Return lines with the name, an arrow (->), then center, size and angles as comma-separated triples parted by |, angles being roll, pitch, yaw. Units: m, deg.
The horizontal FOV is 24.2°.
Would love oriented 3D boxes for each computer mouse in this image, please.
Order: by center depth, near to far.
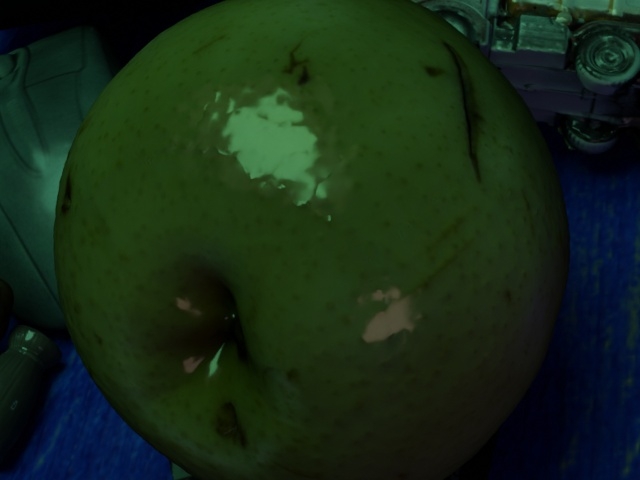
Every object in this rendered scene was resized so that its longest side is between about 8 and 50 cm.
computer mouse -> -0.224, -0.080, 1.223 | 0.188, 0.122, 0.371 | -32, 40, -2

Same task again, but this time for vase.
vase -> -0.233, 0.113, 1.095 | 0.053, 0.053, 0.101 | 5, 50, 32

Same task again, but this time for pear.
pear -> 0.000, 0.000, 0.866 | 0.309, 0.309, 0.309 | -15, 46, 16

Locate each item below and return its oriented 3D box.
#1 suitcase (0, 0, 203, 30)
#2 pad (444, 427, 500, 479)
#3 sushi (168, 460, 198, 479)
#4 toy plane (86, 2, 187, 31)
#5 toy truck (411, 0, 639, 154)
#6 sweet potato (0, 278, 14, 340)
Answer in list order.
suitcase -> -0.222, -0.356, 1.336 | 0.339, 0.188, 0.345 | -5, 53, 33
pad -> 0.065, 0.085, 0.971 | 0.127, 0.004, 0.190 | 2, 46, 23
sushi -> -0.012, 0.188, 0.921 | 0.139, 0.031, 0.201 | -20, 42, 1
toy plane -> -0.160, -0.225, 1.368 | 0.111, 0.040, 0.102 | -10, 37, 24
toy truck -> 0.171, -0.141, 1.005 | 0.270, 0.114, 0.135 | 7, 64, 6
sweet potato -> -0.289, 0.094, 1.127 | 0.054, 0.053, 0.182 | 42, 102, 20
